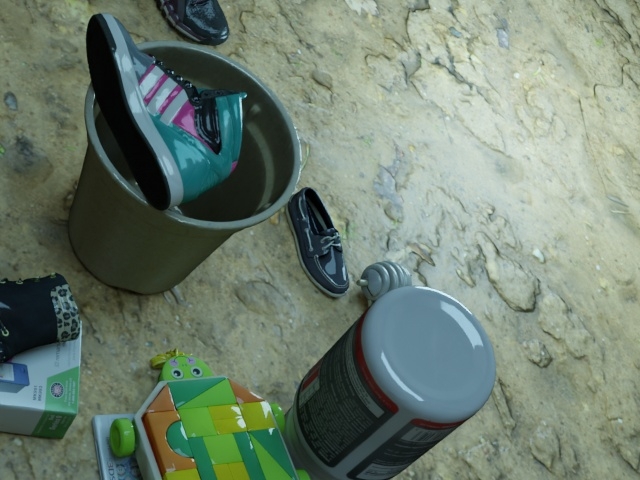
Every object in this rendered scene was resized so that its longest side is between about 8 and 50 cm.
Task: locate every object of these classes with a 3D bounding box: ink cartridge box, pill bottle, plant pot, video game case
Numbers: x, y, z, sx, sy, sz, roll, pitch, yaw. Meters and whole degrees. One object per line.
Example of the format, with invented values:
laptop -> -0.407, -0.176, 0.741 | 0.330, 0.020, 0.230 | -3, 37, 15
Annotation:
ink cartridge box -> -0.452, 0.183, 1.728 | 0.212, 0.093, 0.154 | 11, 54, -21
pill bottle -> 0.084, 0.237, 1.814 | 0.210, 0.363, 0.210 | 15, 53, -21
plant pot -> -0.242, -0.084, 1.888 | 0.333, 0.305, 0.334 | 15, 53, -21
video game case -> -0.249, 0.321, 1.797 | 0.157, 0.019, 0.143 | 2, 59, -29

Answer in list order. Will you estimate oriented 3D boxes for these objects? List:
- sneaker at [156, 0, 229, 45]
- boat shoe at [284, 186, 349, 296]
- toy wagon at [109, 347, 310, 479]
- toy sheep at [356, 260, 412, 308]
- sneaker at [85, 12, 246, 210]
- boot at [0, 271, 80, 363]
sneaker -> -0.249, -0.506, 2.270 | 0.106, 0.162, 0.281 | -29, 76, -40
boat shoe -> 0.000, 0.000, 2.130 | 0.075, 0.065, 0.206 | -9, 64, -34
toy wagon -> -0.170, 0.289, 1.790 | 0.267, 0.068, 0.344 | -1, 50, -31
toy sheep -> 0.112, 0.078, 2.128 | 0.132, 0.091, 0.091 | 6, 54, -49
sneaker -> -0.198, -0.196, 1.700 | 0.178, 0.124, 0.296 | -18, 77, -32
boot -> -0.452, 0.063, 1.697 | 0.178, 0.085, 0.236 | -14, 69, -39
